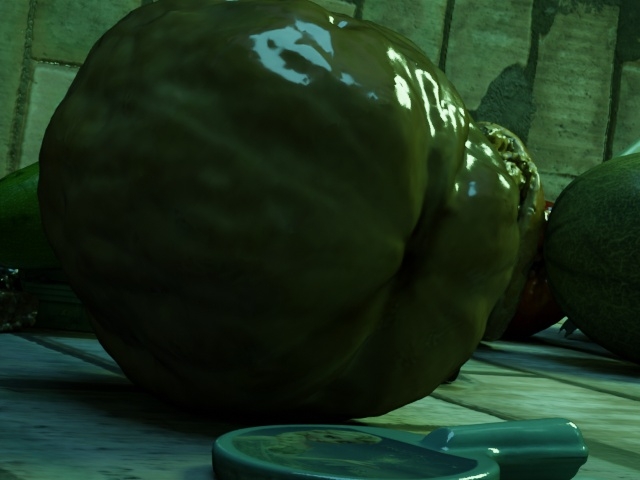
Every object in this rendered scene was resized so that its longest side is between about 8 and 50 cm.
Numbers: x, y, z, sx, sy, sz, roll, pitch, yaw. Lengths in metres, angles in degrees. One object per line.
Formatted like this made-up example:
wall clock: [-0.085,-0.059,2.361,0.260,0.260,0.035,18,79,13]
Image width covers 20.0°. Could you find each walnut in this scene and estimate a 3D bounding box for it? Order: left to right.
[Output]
walnut: [-0.041,-0.027,1.236,0.306,0.306,0.344,5,5,-43]

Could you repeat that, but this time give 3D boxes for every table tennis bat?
table tennis bat: [0.052,0.119,0.989,0.237,0.038,0.149,2,4,-35]

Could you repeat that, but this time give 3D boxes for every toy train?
toy train: [-0.230,0.051,1.627,0.093,0.056,0.038,6,26,-13]

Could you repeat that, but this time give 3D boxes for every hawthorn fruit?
hawthorn fruit: [0.236,0.030,2.146,0.173,0.174,0.179,7,15,8]

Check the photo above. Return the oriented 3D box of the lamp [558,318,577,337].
lamp: [0.404,0.026,2.258,0.284,0.250,0.250,-36,13,-11]

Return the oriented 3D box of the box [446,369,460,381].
box: [0.000,0.000,1.536,0.252,0.188,0.153,4,25,-21]

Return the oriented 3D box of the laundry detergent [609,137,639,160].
laundry detergent: [0.425,0.013,2.081,0.215,0.280,0.105,-37,-4,-27]

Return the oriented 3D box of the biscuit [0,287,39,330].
biscuit: [-0.313,0.057,1.508,0.064,0.034,0.199,7,3,29]

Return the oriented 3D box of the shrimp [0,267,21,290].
shrimp: [-0.369,0.030,1.798,0.233,0.071,0.365,-3,4,-9]

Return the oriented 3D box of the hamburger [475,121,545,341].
hamburger: [0.147,-0.010,1.981,0.146,0.243,0.286,-2,-8,-22]

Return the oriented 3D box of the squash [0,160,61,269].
squash: [-0.129,-0.063,1.611,0.395,0.107,0.107,-23,6,-7]

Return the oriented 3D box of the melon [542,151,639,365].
melon: [0.382,0.022,1.892,0.301,0.238,0.237,7,2,11]
